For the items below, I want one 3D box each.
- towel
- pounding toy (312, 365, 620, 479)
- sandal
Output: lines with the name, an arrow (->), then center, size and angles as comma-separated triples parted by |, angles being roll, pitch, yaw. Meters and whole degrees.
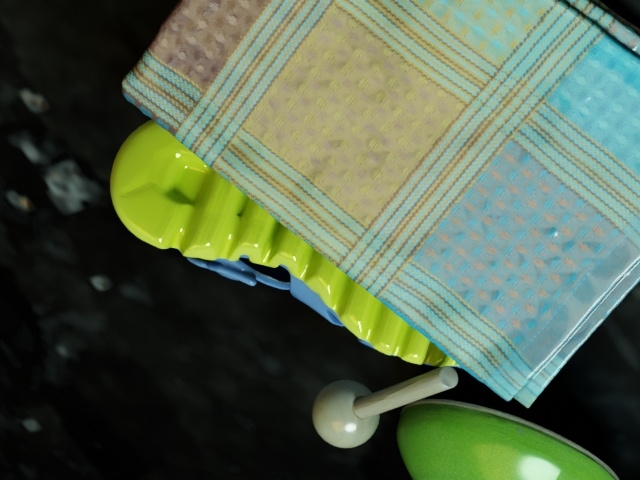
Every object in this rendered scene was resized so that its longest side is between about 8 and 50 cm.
towel -> 0.072, -0.083, 1.216 | 0.370, 0.040, 0.271 | 37, 118, 0
pounding toy -> 0.110, 0.198, 1.382 | 0.237, 0.110, 0.183 | 33, 157, -26
sandal -> 0.000, 0.000, 1.358 | 0.317, 0.126, 0.138 | 27, 174, 1
